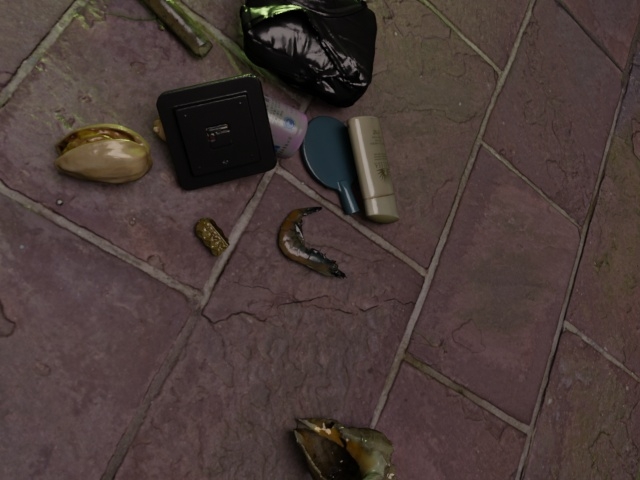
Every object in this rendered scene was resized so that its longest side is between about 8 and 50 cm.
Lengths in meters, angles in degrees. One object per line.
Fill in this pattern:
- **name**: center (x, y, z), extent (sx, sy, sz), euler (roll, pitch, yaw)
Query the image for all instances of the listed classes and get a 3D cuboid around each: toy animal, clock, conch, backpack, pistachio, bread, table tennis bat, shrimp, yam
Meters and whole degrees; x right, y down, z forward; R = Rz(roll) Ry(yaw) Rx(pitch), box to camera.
- **toy animal**: center (-0.403, -0.299, 1.474), extent (0.114, 0.091, 0.082), euler (22, 93, -45)
- **clock**: center (-0.269, -0.283, 1.445), extent (0.279, 0.049, 0.273), euler (-16, 121, -9)
- **conch**: center (0.060, 0.622, 1.510), extent (0.324, 0.263, 0.186), euler (14, 99, 9)
- **backpack**: center (-0.035, -0.611, 1.627), extent (0.446, 0.255, 0.363), euler (11, 71, -24)
- **pistachio**: center (-0.536, -0.211, 1.350), extent (0.229, 0.157, 0.157), euler (-3, 84, -24)
- **bread**: center (-0.299, -0.014, 1.492), extent (0.110, 0.060, 0.066), euler (52, 49, -9)
- **table tennis bat**: center (0.050, -0.240, 1.730), extent (0.215, 0.044, 0.329), euler (-20, 90, -33)
- **shrimp**: center (0.000, 0.000, 1.661), extent (0.262, 0.051, 0.198), euler (30, 69, -19)
- **yam**: center (-0.430, -0.644, 1.512), extent (0.317, 0.067, 0.071), euler (46, 78, -14)

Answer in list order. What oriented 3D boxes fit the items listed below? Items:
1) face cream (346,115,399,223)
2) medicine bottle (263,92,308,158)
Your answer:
- **face cream**: center (0.171, -0.221, 1.747), extent (0.173, 0.081, 0.348), euler (-13, 92, -56)
- **medicine bottle**: center (-0.176, -0.347, 1.558), extent (0.254, 0.152, 0.152), euler (21, 73, -26)
